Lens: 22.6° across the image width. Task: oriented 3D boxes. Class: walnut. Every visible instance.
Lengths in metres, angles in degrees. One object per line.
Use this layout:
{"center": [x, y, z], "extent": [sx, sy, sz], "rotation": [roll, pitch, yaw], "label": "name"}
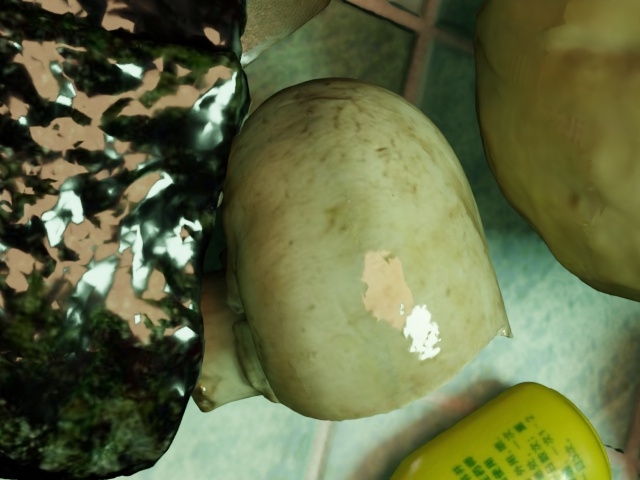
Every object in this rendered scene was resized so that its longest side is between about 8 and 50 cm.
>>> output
{"center": [0.278, -0.103, 1.041], "extent": [0.381, 0.381, 0.381], "rotation": [3, 83, -26], "label": "walnut"}

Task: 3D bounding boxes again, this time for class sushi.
{"center": [-0.150, -0.037, 0.901], "extent": [0.170, 0.211, 0.350], "rotation": [12, 88, -24], "label": "sushi"}

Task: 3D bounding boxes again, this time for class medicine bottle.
{"center": [0.061, 0.204, 1.052], "extent": [0.309, 0.076, 0.111], "rotation": [-29, 83, -26], "label": "medicine bottle"}

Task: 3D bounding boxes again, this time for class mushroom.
{"center": [0.000, 0.000, 0.960], "extent": [0.195, 0.253, 0.189], "rotation": [-14, 92, 5], "label": "mushroom"}

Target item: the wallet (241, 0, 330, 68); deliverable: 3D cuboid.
{"center": [-0.084, -0.212, 1.049], "extent": [0.110, 0.031, 0.198], "rotation": [-39, 102, -25], "label": "wallet"}
